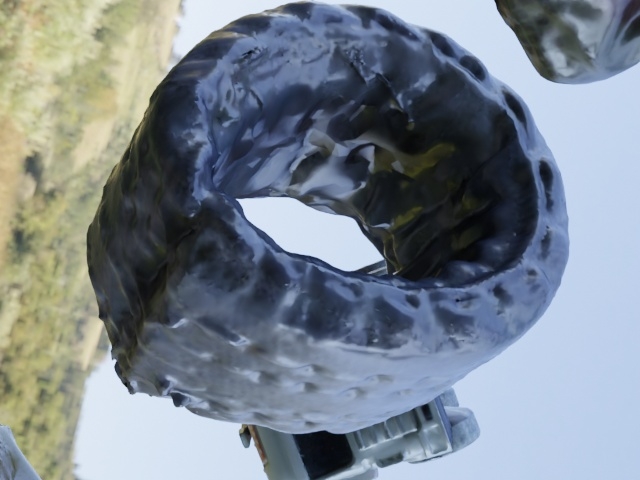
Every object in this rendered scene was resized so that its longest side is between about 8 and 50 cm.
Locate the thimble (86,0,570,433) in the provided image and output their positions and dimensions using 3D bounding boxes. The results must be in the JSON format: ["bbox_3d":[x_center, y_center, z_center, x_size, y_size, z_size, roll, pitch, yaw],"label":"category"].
[{"bbox_3d":[0.000,0.000,0.574,0.205,0.236,0.172,61,-37,17],"label":"thimble"}]

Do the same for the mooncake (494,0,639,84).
[{"bbox_3d":[0.084,-0.130,0.363,0.073,0.125,0.130,-16,-133,33],"label":"mooncake"}]

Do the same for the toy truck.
[{"bbox_3d":[0.015,0.127,1.024,0.387,0.207,0.173,42,27,-87],"label":"toy truck"}]

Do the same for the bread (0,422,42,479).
[{"bbox_3d":[-0.254,0.214,0.826,0.156,0.110,0.103,-61,-167,17],"label":"bread"}]
